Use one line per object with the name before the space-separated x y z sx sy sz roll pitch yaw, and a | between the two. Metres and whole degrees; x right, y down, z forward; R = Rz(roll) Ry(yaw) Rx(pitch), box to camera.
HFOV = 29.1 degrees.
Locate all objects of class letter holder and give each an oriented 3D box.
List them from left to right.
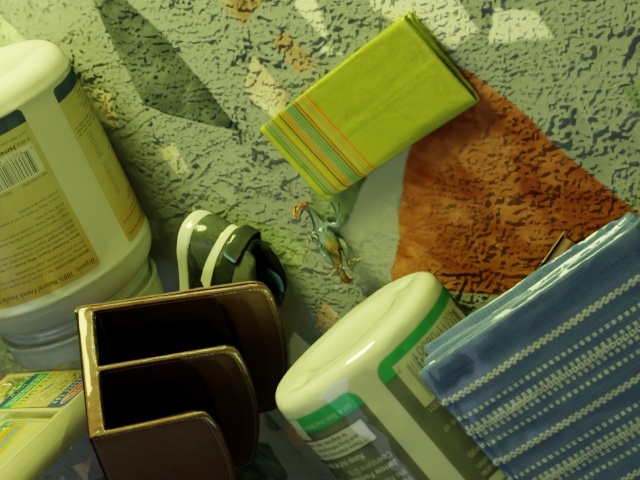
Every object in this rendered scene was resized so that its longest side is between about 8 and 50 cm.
letter holder | -0.131 0.193 1.358 0.302 0.214 0.152 89 170 -57

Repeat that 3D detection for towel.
towel | 0.041 -0.119 1.152 0.102 0.021 0.237 47 140 -10
towel | 0.275 0.162 1.065 0.243 0.040 0.336 -38 98 23

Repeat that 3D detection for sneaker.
sneaker | -0.096 0.076 1.391 0.121 0.079 0.217 21 135 26

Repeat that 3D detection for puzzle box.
puzzle box | -0.487 0.319 1.686 0.272 0.409 0.052 -8 117 44

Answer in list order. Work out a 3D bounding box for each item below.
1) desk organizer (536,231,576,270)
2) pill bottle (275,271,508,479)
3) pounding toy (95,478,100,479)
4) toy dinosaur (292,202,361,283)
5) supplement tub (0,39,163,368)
desk organizer | 0.210 0.059 1.134 0.050 0.047 0.130 33 140 11
pill bottle | 0.141 0.225 1.213 0.361 0.204 0.204 51 141 -6
pounding toy | -0.338 0.438 1.920 0.130 0.100 0.141 34 138 -1
toy dinosaur | 0.000 0.000 1.275 0.082 0.047 0.090 52 155 22
supplement tub | -0.327 -0.038 1.378 0.228 0.228 0.316 0 122 41
